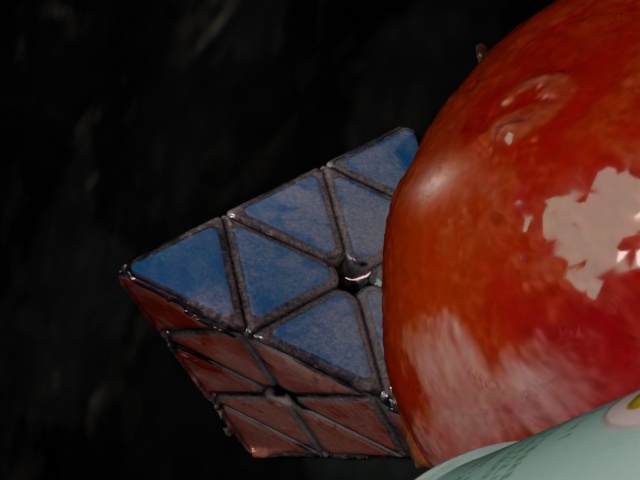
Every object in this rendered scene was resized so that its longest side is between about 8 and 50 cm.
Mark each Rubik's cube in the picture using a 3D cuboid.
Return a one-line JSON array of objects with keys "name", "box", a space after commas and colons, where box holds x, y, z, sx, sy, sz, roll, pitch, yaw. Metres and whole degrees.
[{"name": "Rubik's cube", "box": [0.000, 0.000, 0.856, 0.211, 0.190, 0.178, -6, 55, 46]}]

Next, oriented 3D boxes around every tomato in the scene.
[{"name": "tomato", "box": [0.130, -0.002, 0.651, 0.309, 0.170, 0.309, -23, 60, 48]}]

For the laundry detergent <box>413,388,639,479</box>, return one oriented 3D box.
[{"name": "laundry detergent", "box": [0.188, 0.145, 0.415, 0.305, 0.287, 0.287, -32, 53, 44]}]
